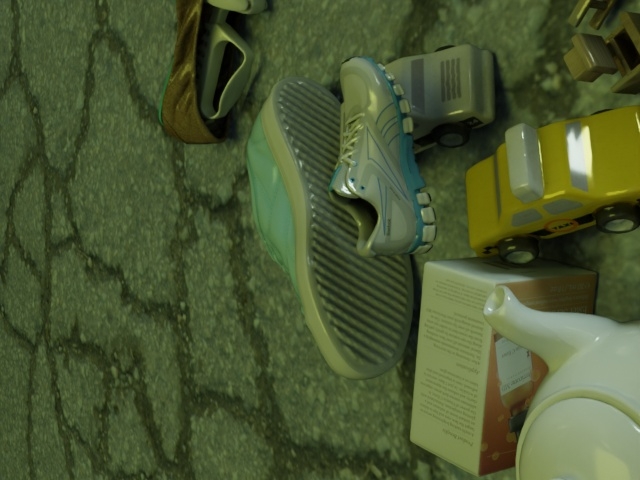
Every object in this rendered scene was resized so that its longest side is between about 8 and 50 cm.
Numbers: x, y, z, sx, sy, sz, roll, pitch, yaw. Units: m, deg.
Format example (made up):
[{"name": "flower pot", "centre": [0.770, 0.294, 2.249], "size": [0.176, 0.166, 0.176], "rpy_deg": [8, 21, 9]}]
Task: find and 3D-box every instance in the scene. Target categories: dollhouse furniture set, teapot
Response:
[{"name": "dollhouse furniture set", "centre": [0.193, -0.205, 0.715], "size": [0.101, 0.182, 0.160], "rpy_deg": [-44, 58, 46]}, {"name": "teapot", "centre": [0.239, 0.183, 0.690], "size": [0.256, 0.187, 0.252], "rpy_deg": [25, 114, 49]}]

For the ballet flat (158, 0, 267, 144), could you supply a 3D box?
[{"name": "ballet flat", "centre": [-0.137, -0.282, 1.240], "size": [0.124, 0.116, 0.342], "rpy_deg": [26, 116, 28]}]

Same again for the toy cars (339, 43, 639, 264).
[{"name": "toy cars", "centre": [0.131, -0.094, 0.848], "size": [0.394, 0.087, 0.176], "rpy_deg": [36, 99, 49]}]

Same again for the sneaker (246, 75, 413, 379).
[{"name": "sneaker", "centre": [0.000, 0.000, 1.064], "size": [0.150, 0.135, 0.365], "rpy_deg": [129, 136, -53]}]

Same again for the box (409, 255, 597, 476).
[{"name": "box", "centre": [0.163, 0.105, 0.833], "size": [0.091, 0.130, 0.170], "rpy_deg": [17, 107, 53]}]

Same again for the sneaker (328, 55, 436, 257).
[{"name": "sneaker", "centre": [0.041, -0.073, 0.837], "size": [0.071, 0.083, 0.190], "rpy_deg": [-27, 78, 64]}]
